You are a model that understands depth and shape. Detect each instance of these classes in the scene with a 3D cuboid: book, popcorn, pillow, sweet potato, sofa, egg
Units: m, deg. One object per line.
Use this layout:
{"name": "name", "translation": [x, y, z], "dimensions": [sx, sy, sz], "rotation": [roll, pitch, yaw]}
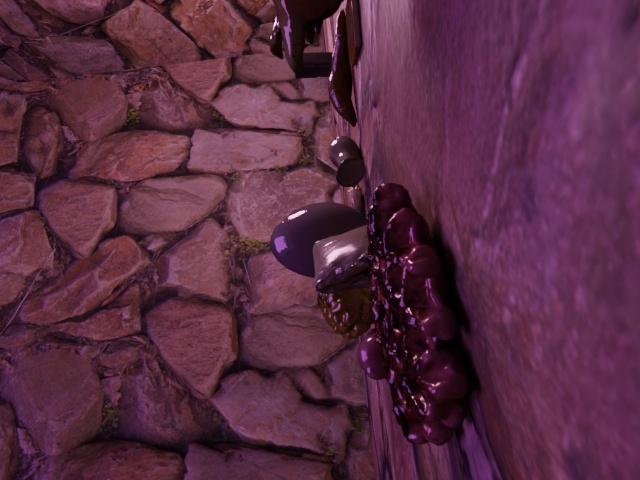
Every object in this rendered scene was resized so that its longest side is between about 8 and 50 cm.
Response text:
{"name": "book", "translation": [0.060, -0.405, 0.821], "dimensions": [0.172, 0.012, 0.118], "rotation": [-86, -10, -80]}
{"name": "popcorn", "translation": [0.063, 0.162, 1.105], "dimensions": [0.173, 0.142, 0.174], "rotation": [-12, -90, -86]}
{"name": "pillow", "translation": [0.051, 0.030, 0.812], "dimensions": [0.181, 0.134, 0.078], "rotation": [-92, -17, -67]}
{"name": "sweet potato", "translation": [0.047, -0.385, 0.996], "dimensions": [0.069, 0.059, 0.250], "rotation": [-157, 62, -69]}
{"name": "sofa", "translation": [-0.008, -0.539, 1.375], "dimensions": [0.085, 0.147, 0.060], "rotation": [87, -178, -61]}
{"name": "egg", "translation": [0.000, 0.000, 1.010], "dimensions": [0.176, 0.231, 0.176], "rotation": [-1, -90, -86]}

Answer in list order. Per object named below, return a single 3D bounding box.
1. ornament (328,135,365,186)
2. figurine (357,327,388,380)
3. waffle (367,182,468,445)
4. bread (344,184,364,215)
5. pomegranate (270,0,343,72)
{"name": "ornament", "translation": [0.061, -0.185, 0.997], "dimensions": [0.075, 0.081, 0.156], "rotation": [-59, 20, 25]}
{"name": "figurine", "translation": [0.092, 0.174, 0.678], "dimensions": [0.067, 0.071, 0.083], "rotation": [-43, 48, 37]}
{"name": "waffle", "translation": [0.082, 0.067, 0.417], "dimensions": [0.221, 0.055, 0.234], "rotation": [85, 175, -57]}
{"name": "bread", "translation": [0.092, -0.074, 1.189], "dimensions": [0.251, 0.038, 0.182], "rotation": [-93, -4, -75]}
{"name": "pomegranate", "translation": [-0.050, -0.325, 0.378], "dimensions": [0.261, 0.260, 0.341], "rotation": [-95, -5, -47]}
